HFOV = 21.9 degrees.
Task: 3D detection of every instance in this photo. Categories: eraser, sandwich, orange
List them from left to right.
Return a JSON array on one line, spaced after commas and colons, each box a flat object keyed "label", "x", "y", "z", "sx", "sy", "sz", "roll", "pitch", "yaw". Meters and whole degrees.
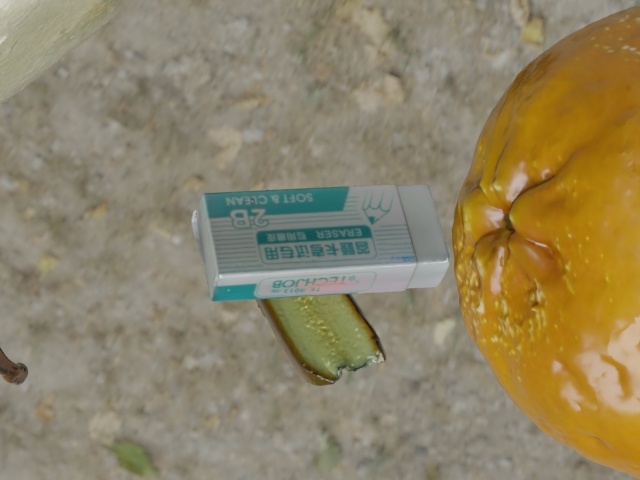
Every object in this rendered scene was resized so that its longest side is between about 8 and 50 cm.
[{"label": "sandwich", "x": -0.016, "y": 0.064, "z": 1.720, "sx": 0.090, "sy": 0.244, "sz": 0.088, "roll": -31, "pitch": 150, "yaw": -4}, {"label": "eraser", "x": 0.000, "y": 0.000, "z": 1.538, "sx": 0.225, "sy": 0.095, "sz": 0.052, "roll": -3, "pitch": 146, "yaw": -17}, {"label": "orange", "x": 0.246, "y": 0.002, "z": 1.122, "sx": 0.293, "sy": 0.340, "sz": 0.340, "roll": 1, "pitch": 133, "yaw": -24}]

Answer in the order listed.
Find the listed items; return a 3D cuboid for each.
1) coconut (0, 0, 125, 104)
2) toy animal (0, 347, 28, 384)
[{"label": "coconut", "x": -0.267, "y": -0.211, "z": 1.161, "sx": 0.247, "sy": 0.245, "sz": 0.245, "roll": -37, "pitch": 111, "yaw": 13}, {"label": "toy animal", "x": -0.301, "y": 0.000, "z": 1.050, "sx": 0.066, "sy": 0.224, "sz": 0.230, "roll": -46, "pitch": 134, "yaw": 2}]
